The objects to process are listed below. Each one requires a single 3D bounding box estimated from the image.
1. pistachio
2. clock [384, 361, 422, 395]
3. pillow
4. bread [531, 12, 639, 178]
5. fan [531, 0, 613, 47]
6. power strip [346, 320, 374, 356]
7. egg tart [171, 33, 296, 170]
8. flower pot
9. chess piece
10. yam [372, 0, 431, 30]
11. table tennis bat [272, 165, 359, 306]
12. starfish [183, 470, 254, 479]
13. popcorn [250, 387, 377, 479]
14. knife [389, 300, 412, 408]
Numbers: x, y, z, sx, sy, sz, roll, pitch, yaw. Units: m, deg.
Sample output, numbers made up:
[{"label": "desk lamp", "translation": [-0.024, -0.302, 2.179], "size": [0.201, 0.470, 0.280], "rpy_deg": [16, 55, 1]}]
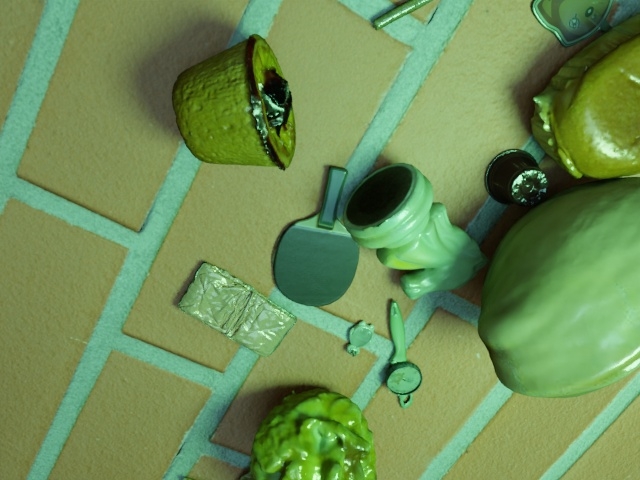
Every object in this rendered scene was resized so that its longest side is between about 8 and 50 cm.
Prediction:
[{"label": "pistachio", "translation": [0.451, 0.077, 0.848], "size": [0.281, 0.365, 0.445], "rpy_deg": [44, 77, -19]}, {"label": "clock", "translation": [0.186, 0.310, 1.077], "size": [0.085, 0.017, 0.085], "rpy_deg": [-2, 114, -5]}, {"label": "pillow", "translation": [-0.171, 0.148, 0.996], "size": [0.233, 0.043, 0.126], "rpy_deg": [34, 100, -13]}, {"label": "bread", "translation": [0.566, -0.255, 0.816], "size": [0.389, 0.183, 0.236], "rpy_deg": [-34, 112, 11]}, {"label": "fan", "translation": [0.478, -0.397, 0.851], "size": [0.220, 0.009, 0.132], "rpy_deg": [32, 106, -15]}, {"label": "power strip", "translation": [0.085, 0.215, 1.043], "size": [0.055, 0.035, 0.083], "rpy_deg": [25, 105, -13]}, {"label": "egg tart", "translation": [-0.127, -0.209, 0.785], "size": [0.171, 0.215, 0.215], "rpy_deg": [-9, 112, 14]}, {"label": "flower pot", "translation": [0.379, -0.110, 0.910], "size": [0.112, 0.089, 0.111], "rpy_deg": [-1, 111, -4]}, {"label": "chess piece", "translation": [0.190, 0.007, 0.924], "size": [0.176, 0.175, 0.298], "rpy_deg": [-41, 121, 11]}, {"label": "yam", "translation": [0.143, -0.394, 0.821], "size": [0.116, 0.021, 0.021], "rpy_deg": [-26, 110, 7]}, {"label": "table tennis bat", "translation": [0.000, 0.000, 0.960], "size": [0.174, 0.022, 0.300], "rpy_deg": [10, 111, -7]}, {"label": "starfish", "translation": [-0.185, 0.623, 1.174], "size": [0.295, 0.048, 0.231], "rpy_deg": [40, 113, -15]}, {"label": "popcorn", "translation": [-0.006, 0.453, 1.011], "size": [0.247, 0.282, 0.281], "rpy_deg": [19, 113, 27]}, {"label": "knife", "translation": [0.175, 0.260, 1.074], "size": [0.043, 0.020, 0.292], "rpy_deg": [-13, 113, -1]}]
